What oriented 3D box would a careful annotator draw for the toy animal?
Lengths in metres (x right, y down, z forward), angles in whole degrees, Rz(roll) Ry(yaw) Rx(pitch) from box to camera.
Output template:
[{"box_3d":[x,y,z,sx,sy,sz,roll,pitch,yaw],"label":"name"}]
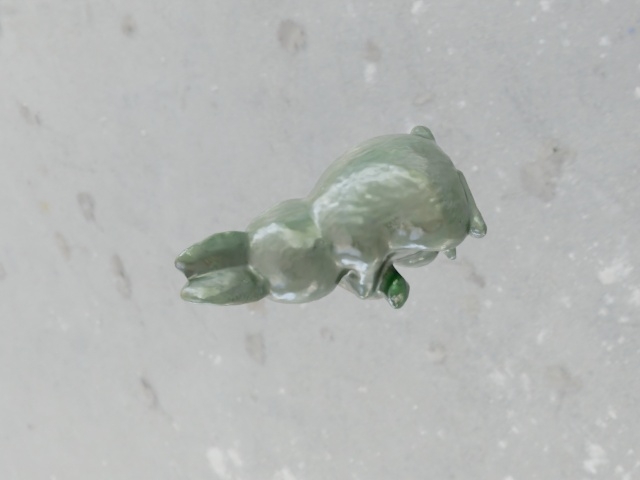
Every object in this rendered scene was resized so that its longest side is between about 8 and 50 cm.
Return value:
[{"box_3d":[-0.001,-0.001,0.849,0.125,0.251,0.127,86,163,-46],"label":"toy animal"}]
